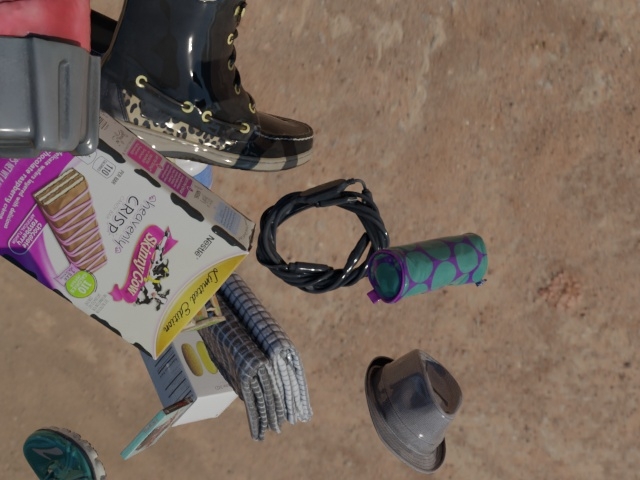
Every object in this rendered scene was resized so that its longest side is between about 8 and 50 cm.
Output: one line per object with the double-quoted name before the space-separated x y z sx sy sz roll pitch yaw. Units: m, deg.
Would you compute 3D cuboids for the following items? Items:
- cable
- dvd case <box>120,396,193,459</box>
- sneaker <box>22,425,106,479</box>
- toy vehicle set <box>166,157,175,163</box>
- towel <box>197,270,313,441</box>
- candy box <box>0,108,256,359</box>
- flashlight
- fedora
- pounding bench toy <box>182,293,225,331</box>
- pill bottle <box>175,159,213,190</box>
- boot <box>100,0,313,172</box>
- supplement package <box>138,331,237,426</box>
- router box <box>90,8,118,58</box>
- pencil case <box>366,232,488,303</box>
"cable" 0.000 0.000 1.283 0.184 0.047 0.151 -20 105 7
"dvd case" -0.228 0.262 1.295 0.013 0.119 0.087 44 96 7
"sneaker" -0.363 0.375 1.333 0.275 0.110 0.107 43 122 33
"toy vehicle set" -0.345 -0.075 1.719 0.165 0.035 0.267 -6 89 20
"towel" -0.138 0.213 1.695 0.121 0.235 0.284 -31 144 -18
"candy box" -0.201 -0.015 0.880 0.233 0.071 0.159 36 111 -14
"flashlight" -0.150 -0.189 0.405 0.103 0.103 0.304 -2 94 -25
"fedora" 0.208 0.326 1.893 0.243 0.275 0.124 41 114 -17
"pounding bench toy" -0.178 0.089 1.283 0.052 0.083 0.065 -20 82 11
"pill bottle" -0.281 -0.164 1.879 0.124 0.124 0.221 15 155 0
"boot" -0.141 -0.259 1.331 0.377 0.138 0.284 6 111 -31
"supplement package" -0.305 0.282 2.124 0.134 0.139 0.244 -48 60 36
"router box" -0.507 -0.292 1.662 0.242 0.309 0.081 25 161 -2
"pencil case" 0.125 0.032 1.057 0.064 0.151 0.070 58 135 26
